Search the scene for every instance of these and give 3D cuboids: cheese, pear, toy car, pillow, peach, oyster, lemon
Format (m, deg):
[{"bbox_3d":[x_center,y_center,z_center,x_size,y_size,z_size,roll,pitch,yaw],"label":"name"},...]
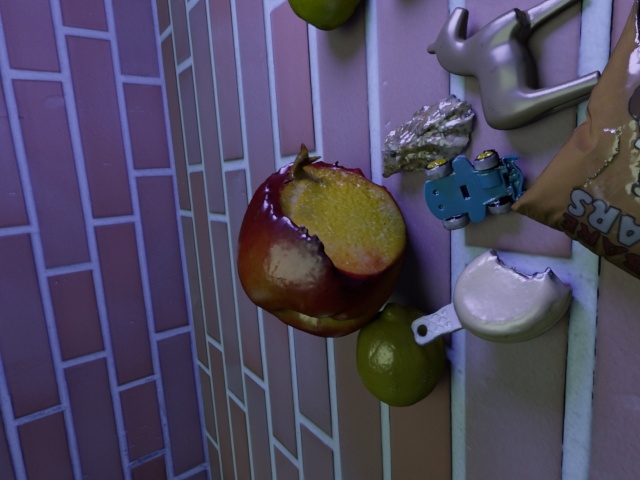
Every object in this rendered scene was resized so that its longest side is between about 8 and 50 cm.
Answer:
[{"bbox_3d":[0.274,0.125,0.671,0.249,0.071,0.163,-50,43,15],"label":"cheese"},{"bbox_3d":[0.019,-0.578,0.867,0.216,0.166,0.180,-59,35,15],"label":"pear"},{"bbox_3d":[0.265,-0.104,0.701,0.161,0.098,0.126,-18,112,28],"label":"toy car"},{"bbox_3d":[0.417,-0.083,0.444,0.310,0.119,0.312,41,131,34],"label":"pillow"},{"bbox_3d":[-0.007,0.021,0.844,0.406,0.335,0.310,-92,26,-48],"label":"peach"},{"bbox_3d":[0.195,-0.199,0.775,0.209,0.072,0.133,0,101,53],"label":"oyster"},{"bbox_3d":[0.165,0.244,0.831,0.184,0.184,0.248,24,125,50],"label":"lemon"}]

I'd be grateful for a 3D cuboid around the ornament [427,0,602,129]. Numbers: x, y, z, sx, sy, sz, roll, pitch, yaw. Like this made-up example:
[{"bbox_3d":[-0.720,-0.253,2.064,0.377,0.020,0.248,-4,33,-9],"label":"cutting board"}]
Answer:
[{"bbox_3d":[0.285,-0.288,0.630,0.245,0.061,0.230,-14,86,51],"label":"ornament"}]
